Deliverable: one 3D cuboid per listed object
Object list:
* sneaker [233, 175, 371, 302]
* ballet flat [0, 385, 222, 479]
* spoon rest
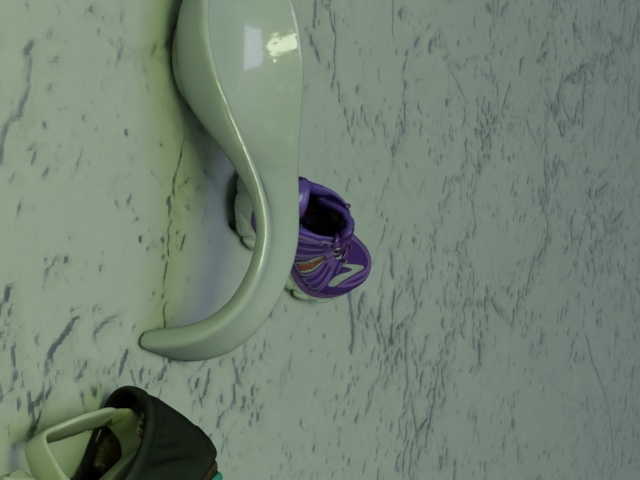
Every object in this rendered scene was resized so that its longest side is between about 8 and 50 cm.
[{"bbox_3d":[0.000,0.000,1.196,0.170,0.071,0.068,37,58,-58],"label":"sneaker"},{"bbox_3d":[-0.143,0.159,0.900,0.096,0.095,0.280,54,23,-6],"label":"ballet flat"},{"bbox_3d":[-0.052,-0.059,1.080,0.137,0.084,0.276,26,68,-61],"label":"spoon rest"}]
